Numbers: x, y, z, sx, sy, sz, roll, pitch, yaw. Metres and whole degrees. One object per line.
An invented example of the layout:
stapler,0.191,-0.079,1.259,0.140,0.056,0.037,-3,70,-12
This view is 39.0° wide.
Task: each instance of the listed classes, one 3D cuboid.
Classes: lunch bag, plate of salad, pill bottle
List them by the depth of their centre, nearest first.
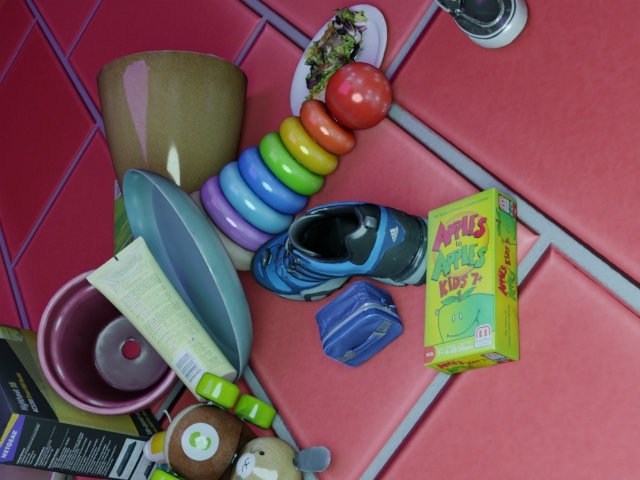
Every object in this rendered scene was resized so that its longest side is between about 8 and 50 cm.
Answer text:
lunch bag,0.048,0.098,1.044,0.098,0.067,0.065,-41,43,26
pill bottle,-0.201,0.275,1.209,0.083,0.043,0.043,-24,53,40
plate of salad,0.016,-0.256,1.306,0.200,0.048,0.199,-29,49,39

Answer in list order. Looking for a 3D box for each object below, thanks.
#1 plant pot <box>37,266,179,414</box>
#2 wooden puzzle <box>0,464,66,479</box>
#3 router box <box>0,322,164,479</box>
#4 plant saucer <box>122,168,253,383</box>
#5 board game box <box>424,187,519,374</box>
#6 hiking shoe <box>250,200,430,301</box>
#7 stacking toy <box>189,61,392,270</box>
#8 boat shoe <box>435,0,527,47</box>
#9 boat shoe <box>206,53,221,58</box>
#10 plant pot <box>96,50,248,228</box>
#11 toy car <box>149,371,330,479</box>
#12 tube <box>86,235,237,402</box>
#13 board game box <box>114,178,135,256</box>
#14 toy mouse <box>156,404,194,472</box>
plant pot,-0.282,0.152,1.294,0.180,0.201,0.201,93,-167,-77
wooden puzzle,-0.549,0.416,1.576,0.348,0.080,0.322,-13,61,47
router box,-0.394,0.236,1.353,0.309,0.243,0.081,35,102,53
plant saucer,-0.175,0.042,1.219,0.044,0.317,0.318,-28,29,-23
board game box,0.160,0.043,0.959,0.092,0.043,0.181,-22,54,43
hiking shoe,0.000,0.000,1.104,0.304,0.132,0.113,-13,60,47
stacking toy,-0.037,-0.114,1.227,0.330,0.141,0.141,-45,40,18
boat shoe,0.176,-0.310,1.122,0.077,0.070,0.219,-51,39,18
boat shoe,-0.225,-0.240,1.585,0.184,0.066,0.063,-47,38,6
plant pot,-0.228,-0.132,1.409,0.237,0.237,0.254,-17,71,45
toy car,-0.080,0.265,1.056,0.188,0.149,0.155,13,71,41
tube,-0.204,0.104,1.187,0.240,0.070,0.062,47,128,19
board game box,-0.322,-0.041,1.604,0.124,0.039,0.259,-39,41,31
toy mouse,-0.184,0.279,1.251,0.161,0.031,0.143,-59,37,6
